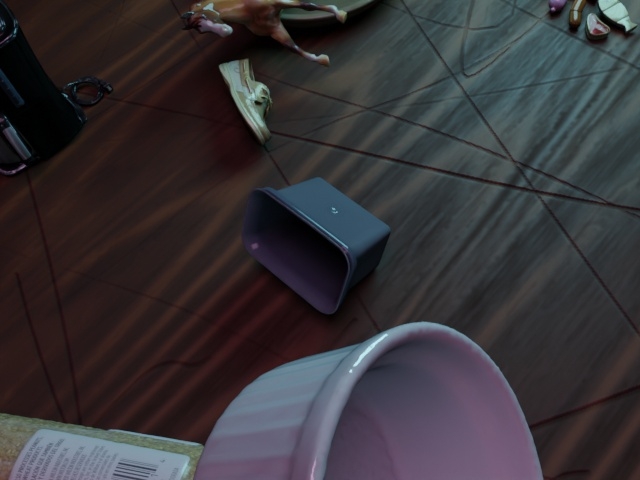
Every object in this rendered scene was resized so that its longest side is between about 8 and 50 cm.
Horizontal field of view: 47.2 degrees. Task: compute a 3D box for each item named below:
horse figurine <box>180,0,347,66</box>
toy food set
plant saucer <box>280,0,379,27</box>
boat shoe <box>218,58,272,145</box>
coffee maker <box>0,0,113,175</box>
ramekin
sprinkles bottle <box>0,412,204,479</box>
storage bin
[{"bbox_3d":[-0.035,-0.320,0.900,0.174,0.066,0.263,19,66,10],"label":"horse figurine"},{"bbox_3d":[0.327,-0.292,0.913,0.078,0.019,0.122,-23,68,-6],"label":"toy food set"},{"bbox_3d":[-0.012,-0.386,0.995,0.278,0.041,0.278,-3,59,6],"label":"plant saucer"},{"bbox_3d":[-0.082,-0.170,0.872,0.045,0.050,0.135,-25,60,-2],"label":"boat shoe"},{"bbox_3d":[-0.357,-0.192,0.843,0.120,0.178,0.171,24,66,18],"label":"coffee maker"},{"bbox_3d":[0.038,0.203,0.513,0.135,0.277,0.277,-16,52,39],"label":"ramekin"},{"bbox_3d":[-0.195,0.218,0.618,0.355,0.121,0.121,7,61,10],"label":"sprinkles bottle"},{"bbox_3d":[0.000,0.000,0.747,0.135,0.098,0.091,38,43,25],"label":"storage bin"}]
